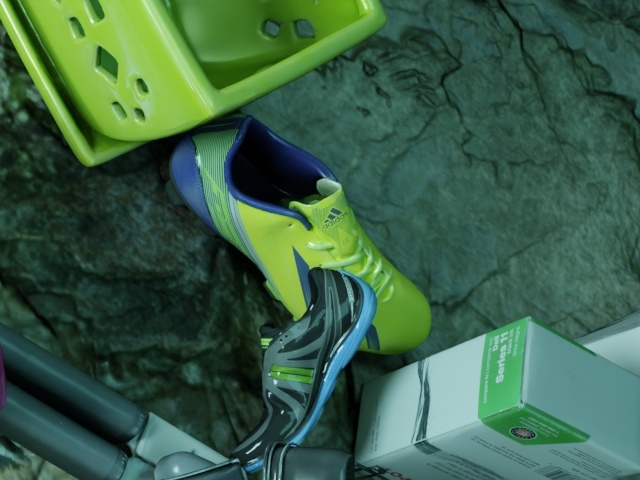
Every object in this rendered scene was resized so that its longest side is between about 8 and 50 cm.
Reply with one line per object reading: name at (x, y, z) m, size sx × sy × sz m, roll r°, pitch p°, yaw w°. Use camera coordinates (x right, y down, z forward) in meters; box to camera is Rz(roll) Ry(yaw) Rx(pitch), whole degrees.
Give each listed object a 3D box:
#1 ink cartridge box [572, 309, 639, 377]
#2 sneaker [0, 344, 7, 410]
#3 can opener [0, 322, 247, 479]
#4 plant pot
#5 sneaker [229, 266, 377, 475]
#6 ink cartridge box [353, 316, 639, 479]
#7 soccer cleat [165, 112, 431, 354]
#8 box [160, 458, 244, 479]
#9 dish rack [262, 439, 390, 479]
ink cartridge box at (0.331, 0.118, 1.655) m, size 0.273 × 0.198 × 0.115 m, roll -19°, pitch 85°, yaw -43°
sneaker at (-0.289, 0.009, 1.227) m, size 0.111 × 0.103 × 0.252 m, roll -8°, pitch 56°, yaw -9°
can opener at (-0.155, 0.143, 1.309) m, size 0.280 × 0.093 × 0.074 m, roll 33°, pitch 56°, yaw -21°
plant pot at (-0.123, -0.198, 1.380) m, size 0.228 × 0.207 × 0.227 m, roll -32°, pitch 95°, yaw -43°
sneaker at (-0.025, 0.105, 1.428) m, size 0.078 × 0.067 × 0.188 m, roll 31°, pitch 79°, yaw -9°
ink cartridge box at (0.150, 0.156, 1.481) m, size 0.153 × 0.208 × 0.087 m, roll 28°, pitch 54°, yaw -31°
soccer cleat at (-0.001, 0.001, 1.467) m, size 0.289 × 0.121 × 0.093 m, roll 40°, pitch 52°, yaw -23°
box at (-0.110, 0.302, 1.217) m, size 0.103 × 0.184 × 0.261 m, roll -10°, pitch 81°, yaw -42°
dish rack at (0.035, 0.282, 1.392) m, size 0.271 × 0.074 × 0.208 m, roll 39°, pitch 50°, yaw -62°
